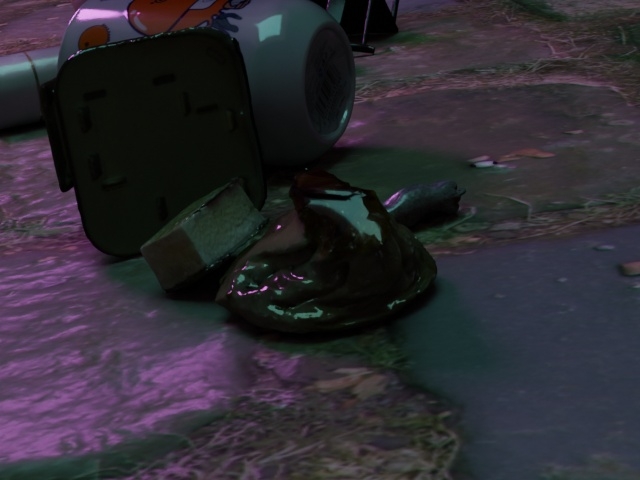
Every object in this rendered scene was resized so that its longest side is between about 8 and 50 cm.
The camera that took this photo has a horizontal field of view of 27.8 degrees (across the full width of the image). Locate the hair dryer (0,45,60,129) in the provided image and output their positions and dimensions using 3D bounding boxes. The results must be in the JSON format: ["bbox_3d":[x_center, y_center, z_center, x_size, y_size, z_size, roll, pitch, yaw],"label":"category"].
[{"bbox_3d":[-0.472,-0.248,2.020,0.173,0.107,0.357,-14,15,-24],"label":"hair dryer"}]

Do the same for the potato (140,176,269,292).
[{"bbox_3d":[-0.111,-0.004,1.226,0.086,0.061,0.122,-29,9,35],"label":"potato"}]

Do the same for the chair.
[{"bbox_3d":[0.049,-0.400,2.187,0.154,0.141,0.260,0,66,21],"label":"chair"}]

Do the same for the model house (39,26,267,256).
[{"bbox_3d":[-0.208,-0.125,1.425,0.205,0.218,0.279,-14,17,-20],"label":"model house"}]

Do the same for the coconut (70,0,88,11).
[{"bbox_3d":[-0.349,-0.459,2.353,0.227,0.227,0.230,-1,11,17],"label":"coconut"}]

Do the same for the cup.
[{"bbox_3d":[-0.129,-0.193,1.574,0.317,0.212,0.212,5,23,25],"label":"cup"}]

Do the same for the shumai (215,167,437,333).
[{"bbox_3d":[0.000,0.000,1.134,0.201,0.120,0.201,-6,23,3],"label":"shumai"}]

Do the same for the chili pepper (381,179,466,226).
[{"bbox_3d":[0.089,-0.033,1.306,0.153,0.041,0.050,-17,-20,-24],"label":"chili pepper"}]
